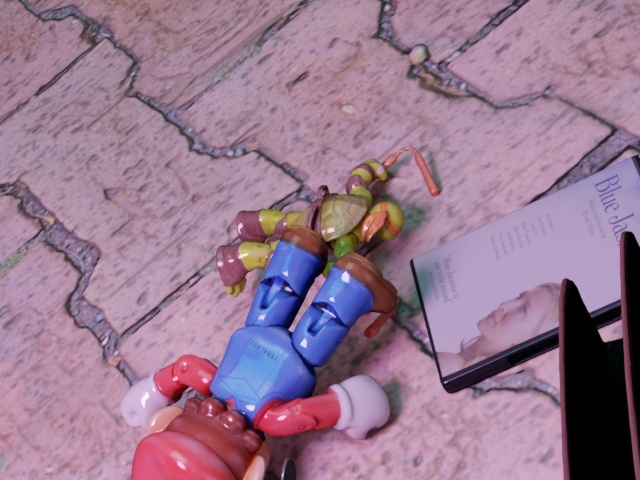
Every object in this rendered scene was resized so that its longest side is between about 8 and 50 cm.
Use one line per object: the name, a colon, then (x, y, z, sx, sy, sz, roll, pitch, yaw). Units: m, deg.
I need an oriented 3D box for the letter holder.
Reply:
letter holder: (0.263, 0.125, 1.282, 0.152, 0.214, 0.302, -16, 43, 22)

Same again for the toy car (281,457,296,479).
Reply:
toy car: (0.019, 0.261, 1.340, 0.149, 0.188, 0.155, -24, 40, 14)

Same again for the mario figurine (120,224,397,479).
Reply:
mario figurine: (-0.062, 0.152, 1.567, 0.320, 0.170, 0.198, -55, 29, -12)

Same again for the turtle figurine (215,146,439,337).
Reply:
turtle figurine: (0.000, 0.000, 1.703, 0.217, 0.087, 0.269, -12, 44, 26)

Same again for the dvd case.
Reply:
dvd case: (0.215, 0.030, 1.568, 0.253, 0.022, 0.180, -25, 39, 12)
